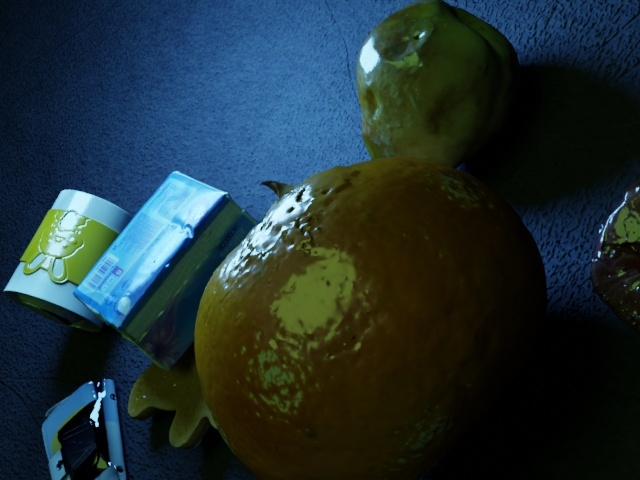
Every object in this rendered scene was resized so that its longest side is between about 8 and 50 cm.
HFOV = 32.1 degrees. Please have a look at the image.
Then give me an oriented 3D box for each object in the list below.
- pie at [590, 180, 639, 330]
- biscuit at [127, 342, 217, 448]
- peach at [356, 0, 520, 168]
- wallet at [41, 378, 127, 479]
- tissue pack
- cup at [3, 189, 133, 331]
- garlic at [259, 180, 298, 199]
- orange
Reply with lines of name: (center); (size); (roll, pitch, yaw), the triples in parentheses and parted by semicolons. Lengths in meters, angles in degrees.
pie: (0.376, 0.013, 1.217); (0.182, 0.050, 0.182); (-24, 57, 43)
biscuit: (-0.175, 0.217, 1.700); (0.340, 0.047, 0.216); (1, 67, 50)
peach: (0.140, -0.192, 1.464); (0.235, 0.214, 0.214); (-60, 39, 15)
wallet: (-0.396, 0.360, 1.857); (0.170, 0.069, 0.231); (-38, 47, 21)
tissue pack: (-0.233, 0.044, 1.745); (0.263, 0.146, 0.198); (-51, 34, -11)
cup: (-0.416, 0.045, 1.990); (0.241, 0.185, 0.226); (14, 72, 15)
garlic: (-0.004, 0.007, 1.591); (0.206, 0.128, 0.115); (-112, 16, -46)
orange: (0.047, 0.090, 1.255); (0.424, 0.326, 0.424); (-46, -1, -1)
